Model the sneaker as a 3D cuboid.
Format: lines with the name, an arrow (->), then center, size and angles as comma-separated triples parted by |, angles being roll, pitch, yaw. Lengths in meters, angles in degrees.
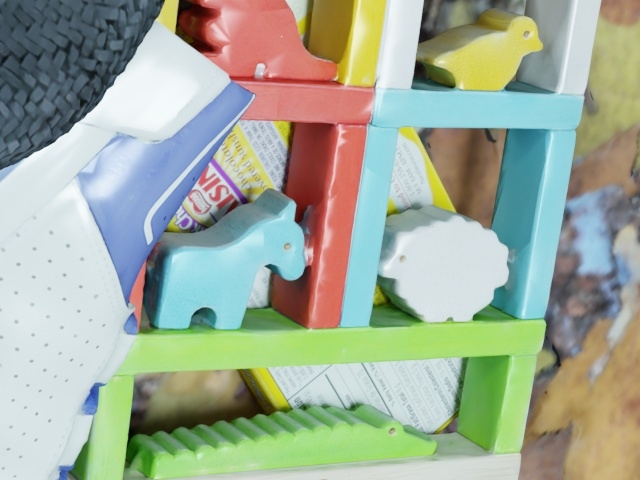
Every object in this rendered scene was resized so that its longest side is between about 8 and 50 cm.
sneaker -> -0.122, 0.077, 0.596 | 0.315, 0.127, 0.182 | -49, 123, -1

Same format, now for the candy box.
candy box -> 0.000, 0.000, 0.717 | 0.105, 0.027, 0.206 | -38, 122, -15

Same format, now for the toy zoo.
toy zoo -> 0.011, -0.046, 0.673 | 0.192, 0.030, 0.293 | -1, 106, -32

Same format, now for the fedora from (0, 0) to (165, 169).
fedora -> -0.119, -0.106, 0.434 | 0.334, 0.152, 0.334 | 18, 90, -75
